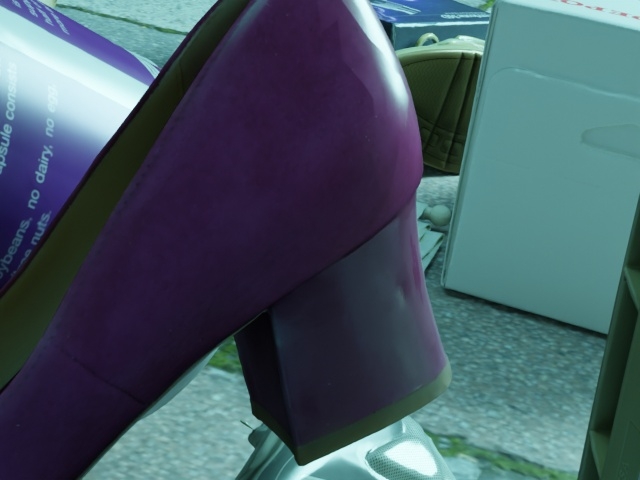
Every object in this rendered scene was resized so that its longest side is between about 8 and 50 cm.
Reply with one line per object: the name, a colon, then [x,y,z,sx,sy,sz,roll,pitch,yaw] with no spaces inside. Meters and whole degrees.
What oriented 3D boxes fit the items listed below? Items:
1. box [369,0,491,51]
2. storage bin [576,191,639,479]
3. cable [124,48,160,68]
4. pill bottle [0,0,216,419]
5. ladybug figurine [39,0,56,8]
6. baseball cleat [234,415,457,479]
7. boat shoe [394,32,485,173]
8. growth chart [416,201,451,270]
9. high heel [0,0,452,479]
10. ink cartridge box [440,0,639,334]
box: [0.046,-0.177,1.244,0.153,0.108,0.207,-10,28,-41]
storage bin: [0.159,0.115,0.346,0.123,0.262,0.260,2,22,-11]
cable: [-0.230,-0.087,0.930,0.257,0.089,0.257,3,22,-16]
pill bottle: [-0.184,-0.033,0.541,0.181,0.181,0.323,28,1,40]
ladybug figurine: [-0.460,-0.298,1.271,0.449,0.162,0.305,6,21,-9]
baseball cleat: [0.002,0.122,0.525,0.109,0.072,0.206,32,37,0]
boat shoe: [0.135,-0.117,1.147,0.285,0.104,0.089,5,22,-39]
growth chart: [0.000,0.000,0.901,0.172,0.021,0.237,11,21,8]
high heel: [-0.132,0.032,0.443,0.377,0.181,0.127,-25,21,-24]
ink cartridge box: [0.223,-0.072,0.927,0.198,0.197,0.270,16,22,16]
